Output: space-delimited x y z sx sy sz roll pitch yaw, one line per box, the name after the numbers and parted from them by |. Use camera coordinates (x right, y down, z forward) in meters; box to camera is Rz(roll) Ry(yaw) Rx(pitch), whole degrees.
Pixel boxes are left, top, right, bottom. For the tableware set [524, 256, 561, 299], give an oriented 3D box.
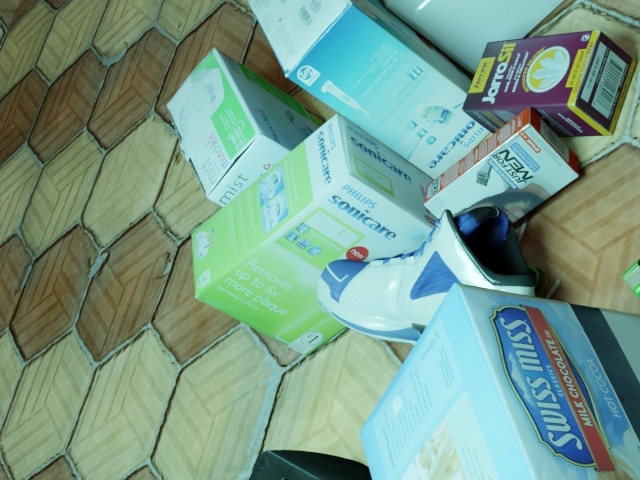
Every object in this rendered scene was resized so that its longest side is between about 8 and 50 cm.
0.210 0.059 1.491 0.104 0.024 0.154 -57 36 3 | tableware set

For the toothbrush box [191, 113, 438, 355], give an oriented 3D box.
0.000 0.000 1.631 0.283 0.206 0.122 -38 40 26 | toothbrush box

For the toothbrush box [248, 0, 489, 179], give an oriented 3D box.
0.070 -0.238 1.644 0.126 0.295 0.216 -45 37 17 | toothbrush box

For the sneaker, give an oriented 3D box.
0.144 0.039 1.456 0.315 0.127 0.182 20 105 48 | sneaker

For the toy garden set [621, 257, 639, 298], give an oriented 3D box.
0.357 0.102 1.258 0.204 0.049 0.244 -46 37 17 | toy garden set

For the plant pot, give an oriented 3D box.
-0.001 0.337 1.423 0.188 0.167 0.187 16 78 55 | plant pot

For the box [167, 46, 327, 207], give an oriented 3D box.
-0.076 -0.121 1.792 0.127 0.231 0.262 -48 36 16 | box

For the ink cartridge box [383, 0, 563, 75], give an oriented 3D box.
0.187 -0.405 1.706 0.198 0.197 0.270 -42 39 22 | ink cartridge box

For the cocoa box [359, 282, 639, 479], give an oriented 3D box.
0.209 0.246 1.130 0.347 0.228 0.231 -106 35 -46 | cocoa box

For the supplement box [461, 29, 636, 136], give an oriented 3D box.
0.278 -0.189 1.539 0.188 0.081 0.104 4 69 52 | supplement box

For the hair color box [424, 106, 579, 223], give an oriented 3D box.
0.217 -0.072 1.509 0.167 0.093 0.053 -38 18 28 | hair color box
